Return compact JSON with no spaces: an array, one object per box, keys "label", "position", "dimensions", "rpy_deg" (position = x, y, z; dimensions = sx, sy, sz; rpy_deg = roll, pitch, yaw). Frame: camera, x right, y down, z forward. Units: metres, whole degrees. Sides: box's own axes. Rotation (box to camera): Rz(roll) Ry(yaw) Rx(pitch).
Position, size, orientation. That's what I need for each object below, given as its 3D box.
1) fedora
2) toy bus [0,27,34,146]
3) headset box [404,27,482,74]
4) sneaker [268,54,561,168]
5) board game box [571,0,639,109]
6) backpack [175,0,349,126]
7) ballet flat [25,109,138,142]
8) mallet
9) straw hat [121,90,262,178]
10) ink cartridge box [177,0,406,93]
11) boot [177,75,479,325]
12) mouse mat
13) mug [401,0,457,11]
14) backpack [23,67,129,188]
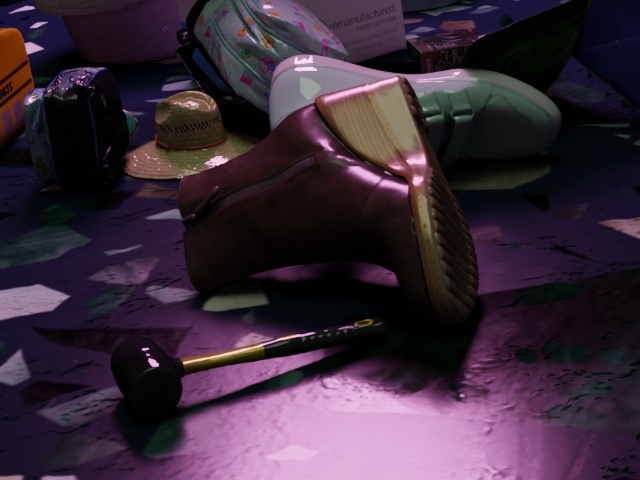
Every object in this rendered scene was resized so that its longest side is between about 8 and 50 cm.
[{"label":"fedora","position":[-0.209,-0.296,1.857],"dimensions":[0.243,0.124,0.275],"rpy_deg":[8,35,38]},{"label":"toy bus","position":[-0.387,-0.122,1.492],"dimensions":[0.108,0.130,0.333],"rpy_deg":[-2,23,11]},{"label":"headset box","position":[0.132,-0.198,1.633],"dimensions":[0.083,0.032,0.062],"rpy_deg":[-9,23,-8]},{"label":"sneaker","position":[0.080,-0.072,1.302],"dimensions":[0.256,0.094,0.151],"rpy_deg":[6,46,-3]},{"label":"board game box","position":[0.401,-0.259,1.387],"dimensions":[0.291,0.232,0.141],"rpy_deg":[-24,54,-32]},{"label":"backpack","position":[-0.050,-0.184,1.517],"dimensions":[0.152,0.115,0.182],"rpy_deg":[15,23,-25]},{"label":"ballet flat","position":[-0.239,-0.113,1.547],"dimensions":[0.114,0.041,0.041],"rpy_deg":[-5,22,3]},{"label":"mallet","position":[-0.044,0.079,1.026],"dimensions":[0.189,0.039,0.062],"rpy_deg":[-8,21,-10]},{"label":"straw hat","position":[-0.125,-0.110,1.467],"dimensions":[0.144,0.061,0.144],"rpy_deg":[-7,23,3]},{"label":"ink cartridge box","position":[-0.043,-0.338,1.666],"dimensions":[0.223,0.307,0.129],"rpy_deg":[-20,25,-26]},{"label":"boot","position":[0.000,0.000,1.149],"dimensions":[0.207,0.090,0.248],"rpy_deg":[-26,46,14]},{"label":"mouse mat","position":[0.178,-0.159,1.408],"dimensions":[0.189,0.152,0.007],"rpy_deg":[-26,67,-35]},{"label":"mug","position":[0.109,-0.353,1.926],"dimensions":[0.129,0.097,0.158],"rpy_deg":[-18,25,-23]},{"label":"backpack","position":[-0.230,-0.111,1.447],"dimensions":[0.084,0.105,0.114],"rpy_deg":[-4,21,10]}]
